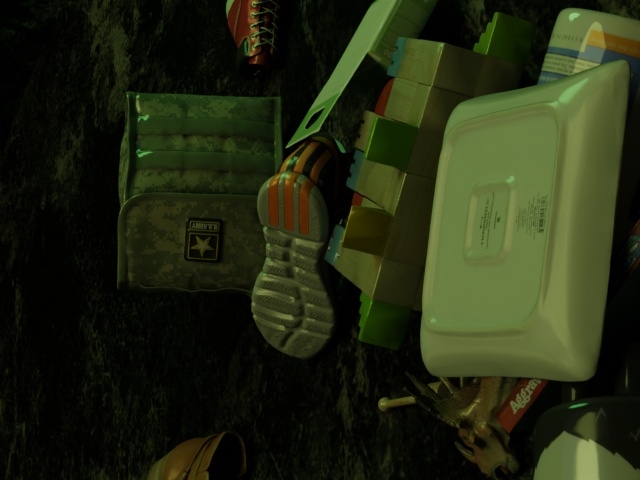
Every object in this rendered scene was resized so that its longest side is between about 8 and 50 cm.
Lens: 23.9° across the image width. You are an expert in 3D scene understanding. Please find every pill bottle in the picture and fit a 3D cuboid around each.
[{"bbox_3d":[0.261,-0.071,1.429,0.152,0.152,0.272,28,103,64],"label":"pill bottle"}]

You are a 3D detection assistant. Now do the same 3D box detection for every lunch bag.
[{"bbox_3d":[-0.174,-0.058,2.182,0.169,0.235,0.287,113,157,-68],"label":"lunch bag"}]

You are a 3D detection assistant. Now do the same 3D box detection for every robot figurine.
[{"bbox_3d":[0.259,0.229,1.256,0.209,0.174,0.278,91,-177,-70],"label":"robot figurine"}]

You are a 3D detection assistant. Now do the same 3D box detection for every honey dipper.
[{"bbox_3d":[0.110,0.184,1.757,0.161,0.030,0.030,158,122,-64],"label":"honey dipper"}]

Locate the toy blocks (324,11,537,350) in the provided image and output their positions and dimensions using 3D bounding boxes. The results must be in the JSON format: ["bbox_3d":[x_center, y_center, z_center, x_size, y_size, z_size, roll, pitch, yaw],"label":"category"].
[{"bbox_3d":[0.109,-0.084,1.752,0.261,0.191,0.381,-140,65,-74],"label":"toy blocks"}]

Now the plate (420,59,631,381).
[{"bbox_3d":[0.168,-0.014,1.364,0.278,0.045,0.277,-7,73,63],"label":"plate"}]

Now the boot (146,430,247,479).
[{"bbox_3d":[-0.180,0.419,2.165,0.220,0.109,0.283,-31,43,51],"label":"boot"}]

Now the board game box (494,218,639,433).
[{"bbox_3d":[0.276,0.060,1.346,0.027,0.145,0.281,52,128,30],"label":"board game box"}]

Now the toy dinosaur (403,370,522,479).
[{"bbox_3d":[0.172,0.086,1.578,0.200,0.127,0.295,133,148,-57],"label":"toy dinosaur"}]

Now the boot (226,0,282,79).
[{"bbox_3d":[-0.078,-0.370,2.342,0.244,0.088,0.176,119,151,-46],"label":"boot"}]

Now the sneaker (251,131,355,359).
[{"bbox_3d":[0.000,0.000,1.980,0.180,0.125,0.321,-55,-21,-45],"label":"sneaker"}]

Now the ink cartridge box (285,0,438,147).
[{"bbox_3d":[0.053,-0.213,1.912,0.235,0.056,0.171,-62,11,-11],"label":"ink cartridge box"}]

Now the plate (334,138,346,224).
[{"bbox_3d":[-0.013,-0.054,2.124,0.188,0.024,0.188,-38,46,53],"label":"plate"}]
